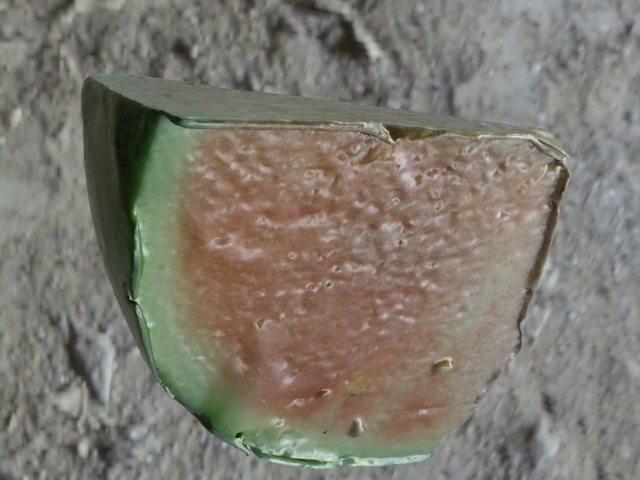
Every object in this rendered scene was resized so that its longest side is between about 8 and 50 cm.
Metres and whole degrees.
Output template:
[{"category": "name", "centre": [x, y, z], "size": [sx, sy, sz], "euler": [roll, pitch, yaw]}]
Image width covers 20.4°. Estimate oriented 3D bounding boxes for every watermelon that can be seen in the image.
[{"category": "watermelon", "centre": [-0.009, 0.024, 0.994], "size": [0.292, 0.319, 0.222], "euler": [1, 97, -23]}]
